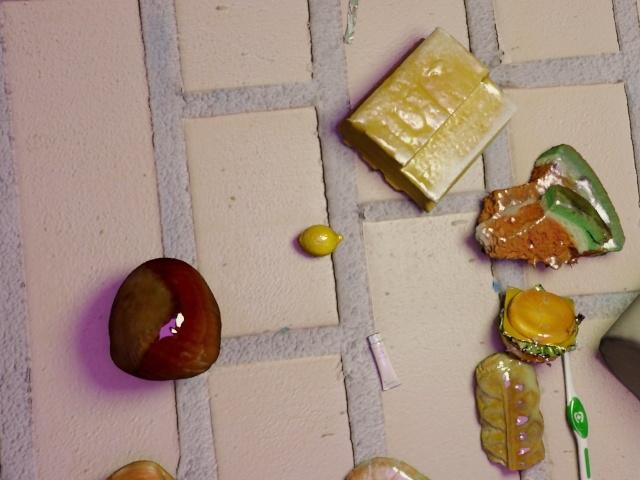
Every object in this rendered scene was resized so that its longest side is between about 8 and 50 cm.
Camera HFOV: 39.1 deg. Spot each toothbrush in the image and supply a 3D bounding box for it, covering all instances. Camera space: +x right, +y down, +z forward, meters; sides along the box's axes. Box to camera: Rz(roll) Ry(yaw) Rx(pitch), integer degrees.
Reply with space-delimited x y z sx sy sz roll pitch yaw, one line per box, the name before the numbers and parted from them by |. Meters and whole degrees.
toothbrush | 0.522 0.370 1.831 0.042 0.040 0.418 -6 90 -21

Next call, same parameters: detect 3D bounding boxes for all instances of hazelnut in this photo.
hazelnut | -0.279 0.146 1.664 0.229 0.229 0.230 1 85 -8

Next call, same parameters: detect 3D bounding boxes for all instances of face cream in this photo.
face cream | 0.125 0.240 1.793 0.038 0.020 0.115 -19 90 -10

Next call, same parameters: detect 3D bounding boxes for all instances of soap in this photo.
soap | 0.217 -0.239 1.796 0.259 0.143 0.281 42 76 -5

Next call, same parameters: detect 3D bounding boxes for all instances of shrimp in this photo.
shrimp | 0.184 0.546 1.752 0.317 0.077 0.168 36 91 1

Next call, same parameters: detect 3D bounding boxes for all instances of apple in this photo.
apple | -0.339 0.495 1.634 0.199 0.199 0.199 1 85 -8

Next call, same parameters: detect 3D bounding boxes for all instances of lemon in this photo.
lemon | 0.000 0.000 1.776 0.092 0.065 0.065 -3 85 -6

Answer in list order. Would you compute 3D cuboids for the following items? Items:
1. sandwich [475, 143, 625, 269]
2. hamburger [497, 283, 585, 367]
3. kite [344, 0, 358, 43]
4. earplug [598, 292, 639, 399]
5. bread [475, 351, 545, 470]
sandwich | 0.446 -0.052 1.793 0.301 0.162 0.250 -21 84 -12
hamburger | 0.429 0.169 1.784 0.164 0.093 0.189 19 46 15
kite | 0.075 -0.527 1.863 0.229 0.012 0.250 5 85 -6
earplug | 0.786 0.149 1.746 0.312 0.312 0.394 42 80 -2
bread | 0.378 0.337 1.790 0.128 0.088 0.232 -8 91 -1
